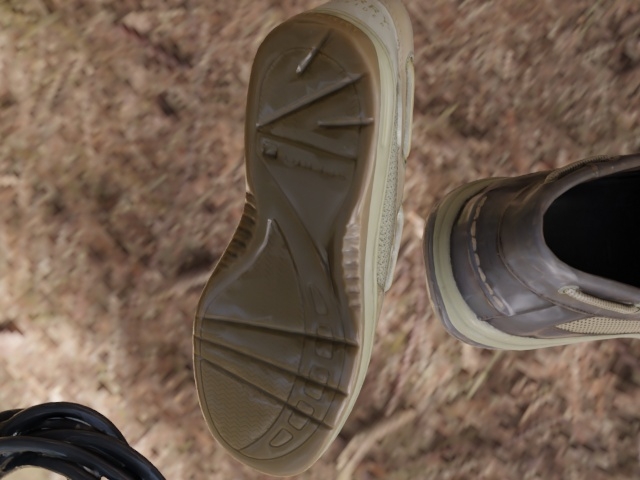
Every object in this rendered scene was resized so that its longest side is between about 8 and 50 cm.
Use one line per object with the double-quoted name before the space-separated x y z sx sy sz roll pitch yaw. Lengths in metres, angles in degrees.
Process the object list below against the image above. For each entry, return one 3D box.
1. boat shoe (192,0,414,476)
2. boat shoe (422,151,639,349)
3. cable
"boat shoe" 0.000 0.000 1.129 0.109 0.098 0.302 20 120 19
"boat shoe" 0.236 0.002 1.192 0.130 0.355 0.132 -17 84 61
"cable" -0.103 0.155 0.830 0.184 0.047 0.150 50 133 16
